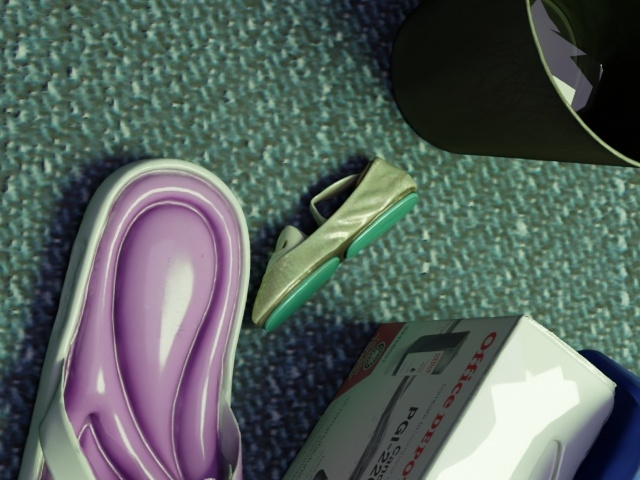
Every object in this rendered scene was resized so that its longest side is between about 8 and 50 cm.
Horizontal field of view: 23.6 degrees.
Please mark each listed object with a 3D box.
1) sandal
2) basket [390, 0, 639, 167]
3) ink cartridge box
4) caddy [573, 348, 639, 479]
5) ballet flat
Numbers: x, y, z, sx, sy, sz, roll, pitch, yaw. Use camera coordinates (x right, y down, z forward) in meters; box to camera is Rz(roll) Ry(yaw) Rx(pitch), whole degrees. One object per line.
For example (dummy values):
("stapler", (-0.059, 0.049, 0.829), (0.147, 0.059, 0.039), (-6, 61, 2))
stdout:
("sandal", (-0.115, 0.148, 1.011), (0.169, 0.102, 0.416), (2, 84, -24))
("basket", (0.157, -0.133, 1.084), (0.154, 0.227, 0.204), (-33, 100, -22))
("ink cartridge box", (0.079, 0.139, 1.038), (0.092, 0.218, 0.158), (39, 72, -17))
("caddy", (0.203, 0.221, 1.033), (0.179, 0.341, 0.241), (37, 94, -9))
("ballet flat", (0.000, 0.000, 1.110), (0.052, 0.057, 0.168), (44, 65, 13))
